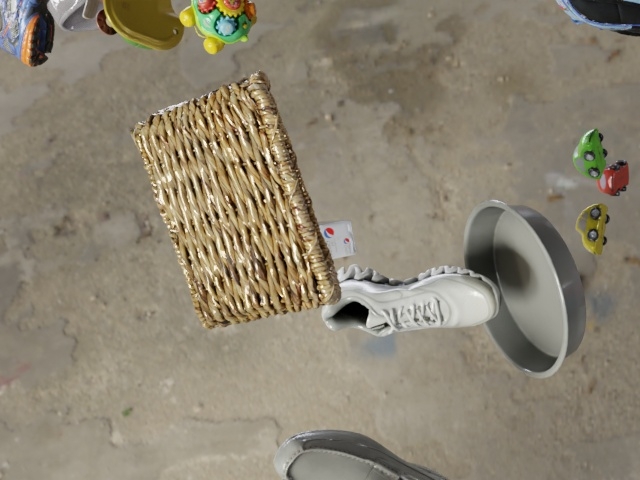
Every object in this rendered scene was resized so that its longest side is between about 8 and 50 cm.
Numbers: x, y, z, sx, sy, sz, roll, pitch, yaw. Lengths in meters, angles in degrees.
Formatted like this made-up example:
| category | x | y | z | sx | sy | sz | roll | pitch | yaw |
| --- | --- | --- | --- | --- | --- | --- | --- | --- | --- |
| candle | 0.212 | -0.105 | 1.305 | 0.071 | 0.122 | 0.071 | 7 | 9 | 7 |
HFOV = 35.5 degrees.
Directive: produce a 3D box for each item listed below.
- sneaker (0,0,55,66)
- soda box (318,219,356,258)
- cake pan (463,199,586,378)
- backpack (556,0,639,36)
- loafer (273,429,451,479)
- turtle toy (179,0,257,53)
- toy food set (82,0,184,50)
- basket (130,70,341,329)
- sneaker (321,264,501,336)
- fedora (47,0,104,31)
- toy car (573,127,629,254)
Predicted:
| category | x | y | z | sx | sy | sz | roll | pitch | yaw |
| --- | --- | --- | --- | --- | --- | --- | --- | --- | --- |
| sneaker | -0.446 | -0.374 | 1.495 | 0.087 | 0.221 | 0.083 | 17 | 19 | 10 |
| soda box | 0.000 | 0.000 | 1.950 | 0.073 | 0.069 | 0.216 | -11 | 4 | -15 |
| cake pan | 0.322 | 0.071 | 1.583 | 0.054 | 0.293 | 0.293 | -17 | 38 | -18 |
| backpack | 0.340 | -0.321 | 1.177 | 0.173 | 0.158 | 0.117 | -4 | 11 | -21 |
| loafer | 0.083 | 0.353 | 1.409 | 0.319 | 0.112 | 0.111 | 22 | 17 | -24 |
| turtle toy | -0.140 | -0.322 | 1.353 | 0.095 | 0.130 | 0.066 | -45 | 7 | -31 |
| toy food set | -0.370 | -0.434 | 1.927 | 0.071 | 0.217 | 0.128 | -13 | 68 | 46 |
| basket | -0.062 | -0.061 | 1.298 | 0.223 | 0.299 | 0.213 | -16 | 7 | 34 |
| sneaker | 0.139 | 0.107 | 1.586 | 0.292 | 0.110 | 0.118 | -2 | 24 | 25 |
| fedora | -0.525 | -0.556 | 2.258 | 0.275 | 0.244 | 0.124 | -24 | 69 | -4 |
| toy car | 0.521 | -0.121 | 1.905 | 0.053 | 0.225 | 0.239 | 5 | 50 | 33 |
